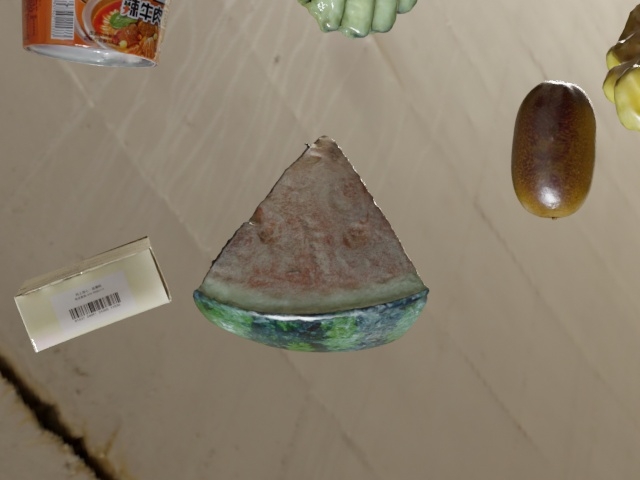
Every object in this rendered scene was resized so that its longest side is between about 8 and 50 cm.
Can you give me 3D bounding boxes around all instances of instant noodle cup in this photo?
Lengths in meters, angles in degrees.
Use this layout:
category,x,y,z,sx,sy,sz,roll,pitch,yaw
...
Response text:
category,x,y,z,sx,sy,sz,roll,pitch,yaw
instant noodle cup,-0.320,-0.357,1.542,0.250,0.250,0.192,5,-89,-55

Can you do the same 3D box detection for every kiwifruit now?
category,x,y,z,sx,sy,sz,roll,pitch,yaw
kiwifruit,0.208,-0.080,0.964,0.075,0.075,0.124,9,-99,-54

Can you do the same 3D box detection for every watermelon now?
category,x,y,z,sx,sy,sz,roll,pitch,yaw
watermelon,0.023,0.036,1.408,0.250,0.293,0.283,31,175,8

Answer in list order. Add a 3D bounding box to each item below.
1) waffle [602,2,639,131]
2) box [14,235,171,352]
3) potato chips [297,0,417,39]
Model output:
category,x,y,z,sx,sy,sz,roll,pitch,yaw
waffle,0.359,-0.169,0.751,0.151,0.324,0.261,42,-163,-14
box,-0.342,0.077,1.641,0.168,0.212,0.095,-154,44,-80
potato chips,0.073,-0.457,1.294,0.358,0.070,0.429,-15,-66,-57
